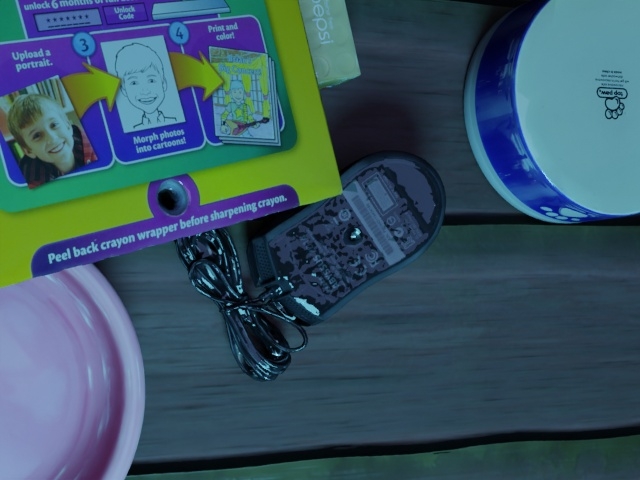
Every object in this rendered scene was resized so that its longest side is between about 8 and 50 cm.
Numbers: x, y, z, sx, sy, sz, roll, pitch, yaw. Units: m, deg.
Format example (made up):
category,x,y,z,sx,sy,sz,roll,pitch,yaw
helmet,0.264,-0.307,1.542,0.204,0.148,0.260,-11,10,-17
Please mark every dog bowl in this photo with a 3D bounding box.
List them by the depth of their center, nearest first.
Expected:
category,x,y,z,sx,sy,sz,roll,pitch,yaw
dog bowl,0.300,-0.153,1.110,0.264,0.104,0.265,1,88,-21

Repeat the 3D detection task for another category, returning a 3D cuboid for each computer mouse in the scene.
category,x,y,z,sx,sy,sz,roll,pitch,yaw
computer mouse,0.000,0.000,1.010,0.272,0.072,0.188,-30,102,-7

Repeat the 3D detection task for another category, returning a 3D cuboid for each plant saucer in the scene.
category,x,y,z,sx,sy,sz,roll,pitch,yaw
plant saucer,-0.324,0.138,0.862,0.332,0.084,0.332,1,88,-21

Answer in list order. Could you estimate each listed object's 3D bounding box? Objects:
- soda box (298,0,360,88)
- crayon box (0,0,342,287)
category,x,y,z,sx,sy,sz,roll,pitch,yaw
soda box,-0.014,-0.248,1.012,0.061,0.058,0.181,-14,93,-22
crayon box,-0.178,-0.147,0.802,0.363,0.106,0.313,-17,94,-39
